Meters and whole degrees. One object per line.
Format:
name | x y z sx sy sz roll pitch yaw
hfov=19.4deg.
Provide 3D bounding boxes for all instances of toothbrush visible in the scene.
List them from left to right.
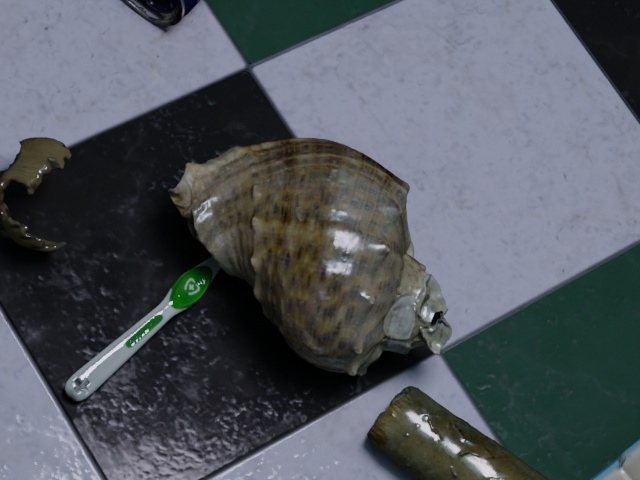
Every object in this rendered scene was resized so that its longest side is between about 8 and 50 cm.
toothbrush | -0.130 0.050 1.773 0.030 0.030 0.304 43 64 8

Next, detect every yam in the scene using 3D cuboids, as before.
yam | 0.209 0.266 1.734 0.371 0.083 0.083 34 61 3

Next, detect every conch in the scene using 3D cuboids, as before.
conch | 0.008 -0.002 1.739 0.291 0.159 0.210 36 68 -9

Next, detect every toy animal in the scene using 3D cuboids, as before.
toy animal | -0.335 -0.075 1.738 0.186 0.094 0.214 -8 59 -28

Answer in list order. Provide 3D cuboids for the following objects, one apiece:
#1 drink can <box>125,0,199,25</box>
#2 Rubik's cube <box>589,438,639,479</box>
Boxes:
drink can | -0.110 -0.328 1.921 0.097 0.097 0.235 37 62 4
Rubik's cube | 0.434 0.233 1.633 0.291 0.291 0.290 49 32 11
